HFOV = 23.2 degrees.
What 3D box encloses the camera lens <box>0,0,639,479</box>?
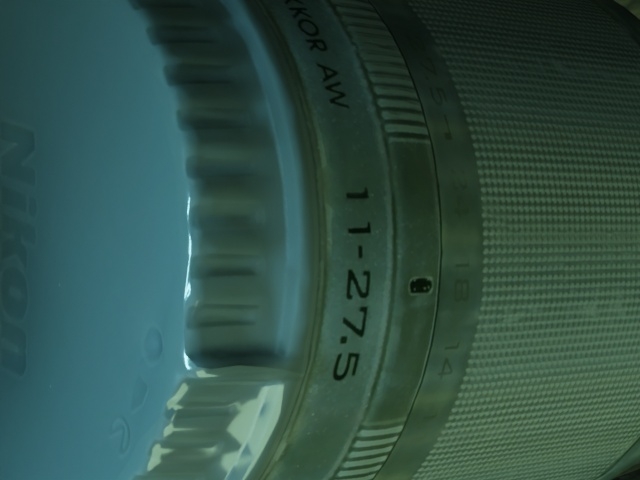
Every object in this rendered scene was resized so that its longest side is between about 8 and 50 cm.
[{"bbox_3d":[0.000,0.000,0.579,0.274,0.219,0.219,0,151,-42],"label":"camera lens"}]
